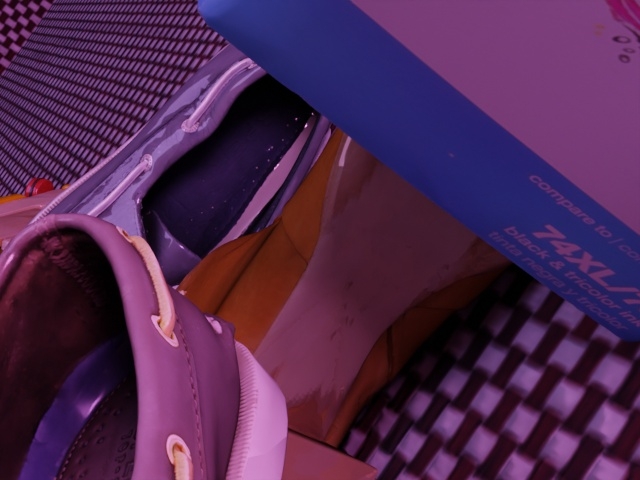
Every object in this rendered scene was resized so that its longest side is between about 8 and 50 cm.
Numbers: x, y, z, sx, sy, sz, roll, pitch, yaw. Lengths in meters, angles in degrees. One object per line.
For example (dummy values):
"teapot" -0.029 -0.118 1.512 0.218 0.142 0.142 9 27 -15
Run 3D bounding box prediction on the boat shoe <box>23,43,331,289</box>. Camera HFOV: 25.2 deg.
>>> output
"boat shoe" -0.103 0.002 0.865 0.319 0.116 0.099 -50 16 -3

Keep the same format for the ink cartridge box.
"ink cartridge box" 0.140 -0.118 0.392 0.270 0.197 0.198 -20 39 57

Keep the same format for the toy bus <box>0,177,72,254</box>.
"toy bus" -0.204 0.019 1.066 0.191 0.202 0.104 -140 56 -63

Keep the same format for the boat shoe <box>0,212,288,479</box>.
"boat shoe" -0.073 0.107 0.373 0.117 0.096 0.324 -26 28 18

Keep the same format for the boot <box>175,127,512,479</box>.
"boot" 0.000 0.001 0.650 0.295 0.104 0.211 -61 21 -8
